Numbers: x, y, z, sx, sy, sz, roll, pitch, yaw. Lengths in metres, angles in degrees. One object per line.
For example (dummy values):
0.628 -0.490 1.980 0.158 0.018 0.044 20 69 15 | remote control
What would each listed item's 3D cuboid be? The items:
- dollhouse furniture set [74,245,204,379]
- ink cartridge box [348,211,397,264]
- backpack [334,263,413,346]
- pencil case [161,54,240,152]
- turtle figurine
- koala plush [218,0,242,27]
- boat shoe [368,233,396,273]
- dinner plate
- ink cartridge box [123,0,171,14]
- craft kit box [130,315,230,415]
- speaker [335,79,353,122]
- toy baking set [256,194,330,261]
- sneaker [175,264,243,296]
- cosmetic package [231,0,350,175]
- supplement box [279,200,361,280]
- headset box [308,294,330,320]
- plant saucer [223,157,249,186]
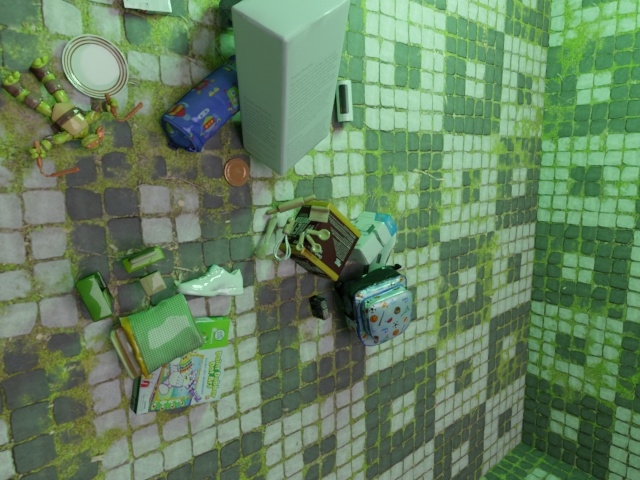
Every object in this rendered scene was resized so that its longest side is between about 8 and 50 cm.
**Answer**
-0.418 0.187 1.045 0.198 0.151 0.301 -26 102 -22 | dollhouse furniture set
0.167 -0.012 1.578 0.190 0.140 0.082 -46 125 -25 | ink cartridge box
0.214 0.253 1.587 0.277 0.213 0.263 -16 123 -16 | backpack
-0.283 -0.360 1.151 0.306 0.119 0.133 -52 132 -22 | pencil case
-0.555 -0.286 0.953 0.269 0.087 0.217 -45 115 -16 | turtle figurine
-0.141 -0.565 1.200 0.196 0.203 0.221 -26 147 0 | koala plush
0.237 0.050 1.699 0.070 0.078 0.219 27 83 -81 | boat shoe
-0.524 -0.404 1.006 0.141 0.017 0.141 -8 103 -39 | dinner plate
-0.428 -0.591 1.051 0.115 0.029 0.062 -17 108 -37 | ink cartridge box
-0.389 0.344 1.219 0.247 0.061 0.249 4 94 -44 | craft kit box
0.082 -0.478 1.488 0.055 0.055 0.136 -14 107 -38 | speaker
-0.088 -0.037 1.332 0.030 0.257 0.196 71 4 -67 | toy baking set
-0.318 0.115 1.239 0.212 0.080 0.094 4 82 -48 | sneaker
-0.082 -0.408 1.124 0.230 0.162 0.453 -46 165 -26 | cosmetic package
0.000 0.000 1.444 0.191 0.129 0.194 41 70 -37 | supplement box
-0.003 0.241 1.525 0.032 0.062 0.083 -28 113 -34 | headset box
-0.247 -0.202 1.278 0.084 0.013 0.083 -8 103 -39 | plant saucer
